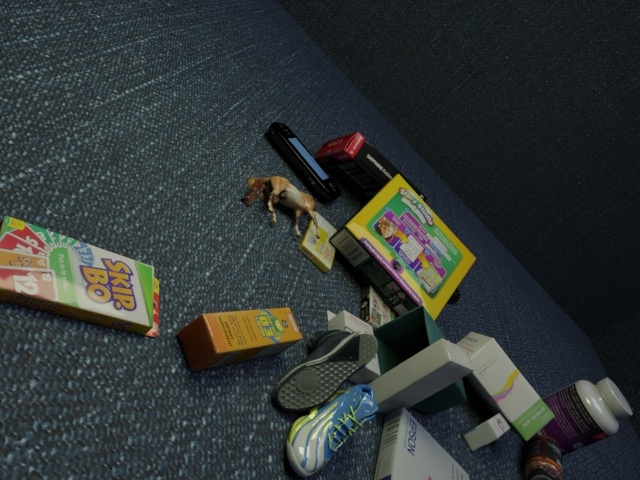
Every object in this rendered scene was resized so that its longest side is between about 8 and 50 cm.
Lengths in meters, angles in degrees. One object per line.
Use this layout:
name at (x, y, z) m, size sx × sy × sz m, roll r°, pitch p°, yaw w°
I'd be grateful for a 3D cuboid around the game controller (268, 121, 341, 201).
game controller at (-0.047, -0.262, 1.605) m, size 0.319 × 0.067 × 0.166 m, roll 51°, pitch 26°, yaw -1°

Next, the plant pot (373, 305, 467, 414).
plant pot at (0.260, 0.325, 1.236) m, size 0.234 × 0.165 × 0.166 m, roll 48°, pitch 25°, yaw -25°

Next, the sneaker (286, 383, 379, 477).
sneaker at (0.031, 0.329, 0.897) m, size 0.091 × 0.126 × 0.240 m, roll 52°, pitch 26°, yaw 4°

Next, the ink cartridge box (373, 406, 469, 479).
ink cartridge box at (0.237, 0.566, 0.984) m, size 0.330 × 0.071 × 0.324 m, roll 45°, pitch 26°, yaw -7°

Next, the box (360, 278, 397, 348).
box at (0.166, 0.197, 1.379) m, size 0.114 × 0.036 × 0.207 m, roll 41°, pitch 28°, yaw -18°

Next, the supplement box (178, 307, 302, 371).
supplement box at (-0.138, 0.174, 0.890) m, size 0.233 × 0.080 × 0.078 m, roll 7°, pitch 51°, yaw -57°

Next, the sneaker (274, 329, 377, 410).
sneaker at (-0.010, 0.256, 0.986) m, size 0.226 × 0.163 × 0.086 m, roll -27°, pitch 96°, yaw -23°

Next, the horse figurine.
horse figurine at (-0.089, -0.103, 1.313) m, size 0.263 × 0.066 × 0.175 m, roll 27°, pitch 42°, yaw -36°

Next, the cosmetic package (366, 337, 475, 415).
cosmetic package at (0.210, 0.308, 1.077) m, size 0.098 × 0.239 × 0.061 m, roll 30°, pitch 32°, yaw -36°

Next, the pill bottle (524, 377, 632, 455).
pill bottle at (0.826, 0.580, 1.593) m, size 0.181 × 0.323 × 0.182 m, roll 36°, pitch 30°, yaw -25°

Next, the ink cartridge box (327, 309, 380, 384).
ink cartridge box at (0.075, 0.239, 1.156) m, size 0.104 × 0.060 × 0.180 m, roll 34°, pitch 31°, yaw -29°

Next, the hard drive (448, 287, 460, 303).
hard drive at (0.449, 0.120, 1.900) m, size 0.171 × 0.054 × 0.255 m, roll 19°, pitch 40°, yaw -47°

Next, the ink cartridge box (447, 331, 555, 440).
ink cartridge box at (0.512, 0.402, 1.477) m, size 0.354 × 0.119 × 0.207 m, roll 52°, pitch -4°, yaw 3°

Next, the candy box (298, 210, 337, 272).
candy box at (0.000, 0.000, 1.384) m, size 0.105 × 0.027 × 0.206 m, roll 44°, pitch 27°, yaw -14°

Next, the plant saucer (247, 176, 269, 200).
plant saucer at (-0.163, -0.145, 1.330) m, size 0.083 × 0.015 × 0.083 m, roll 37°, pitch 30°, yaw -25°

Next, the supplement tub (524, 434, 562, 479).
supplement tub at (0.672, 0.682, 1.468) m, size 0.106 × 0.106 × 0.198 m, roll 54°, pitch 27°, yaw 8°

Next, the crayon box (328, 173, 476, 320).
crayon box at (0.253, 0.026, 1.448) m, size 0.363 × 0.106 × 0.313 m, roll 48°, pitch 51°, yaw -1°

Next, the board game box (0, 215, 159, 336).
board game box at (-0.358, 0.062, 0.743) m, size 0.259 × 0.039 × 0.124 m, roll 29°, pitch 34°, yaw -41°

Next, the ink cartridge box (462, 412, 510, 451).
ink cartridge box at (0.463, 0.532, 1.353) m, size 0.122 × 0.088 × 0.052 m, roll 11°, pitch 43°, yaw -53°

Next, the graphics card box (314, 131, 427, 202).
graphics card box at (0.180, -0.224, 1.744) m, size 0.371 × 0.094 × 0.232 m, roll 39°, pitch -15°, yaw -22°
